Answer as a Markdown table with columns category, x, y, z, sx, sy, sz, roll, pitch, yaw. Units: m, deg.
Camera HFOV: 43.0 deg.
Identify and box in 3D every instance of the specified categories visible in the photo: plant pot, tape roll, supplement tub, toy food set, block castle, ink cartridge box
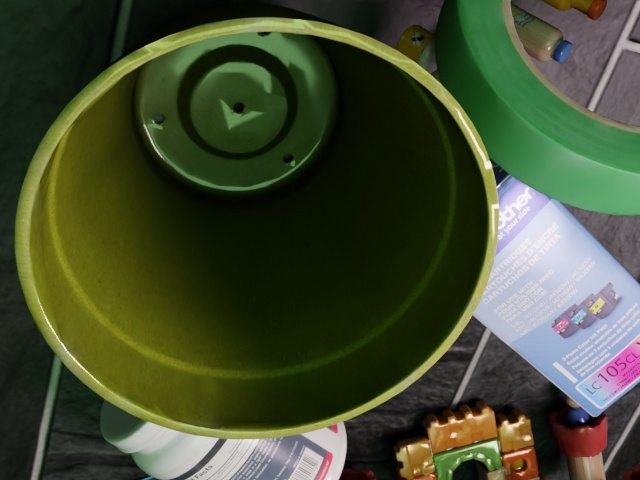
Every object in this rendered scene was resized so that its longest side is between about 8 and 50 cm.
| category | x | y | z | sx | sy | sz | roll | pitch | yaw |
| --- | --- | --- | --- | --- | --- | --- | --- | --- | --- |
| plant pot | -0.068 | -0.069 | 0.770 | 0.367 | 0.353 | 0.366 | -4 | 119 | -8 |
| tape roll | 0.272 | -0.182 | 0.762 | 0.322 | 0.321 | 0.077 | -4 | 157 | -12 |
| supplement tub | -0.118 | 0.236 | 1.032 | 0.191 | 0.191 | 0.272 | -45 | 119 | 12 |
| toy food set | 0.191 | -0.207 | 0.862 | 0.232 | 0.104 | 0.111 | -34 | 149 | -31 |
| block castle | 0.243 | 0.371 | 1.127 | 0.454 | 0.303 | 0.212 | -14 | 101 | -7 |
| ink cartridge box | 0.198 | -0.008 | 0.925 | 0.395 | 0.270 | 0.151 | 37 | 103 | -29 |

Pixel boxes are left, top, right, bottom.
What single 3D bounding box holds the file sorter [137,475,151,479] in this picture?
| category | x | y | z | sx | sy | sz | roll | pitch | yaw |
| --- | --- | --- | --- | --- | --- | --- | --- | --- | --- |
| file sorter | -0.228 | 0.433 | 1.163 | 0.105 | 0.118 | 0.170 | -19 | 122 | -7 |
